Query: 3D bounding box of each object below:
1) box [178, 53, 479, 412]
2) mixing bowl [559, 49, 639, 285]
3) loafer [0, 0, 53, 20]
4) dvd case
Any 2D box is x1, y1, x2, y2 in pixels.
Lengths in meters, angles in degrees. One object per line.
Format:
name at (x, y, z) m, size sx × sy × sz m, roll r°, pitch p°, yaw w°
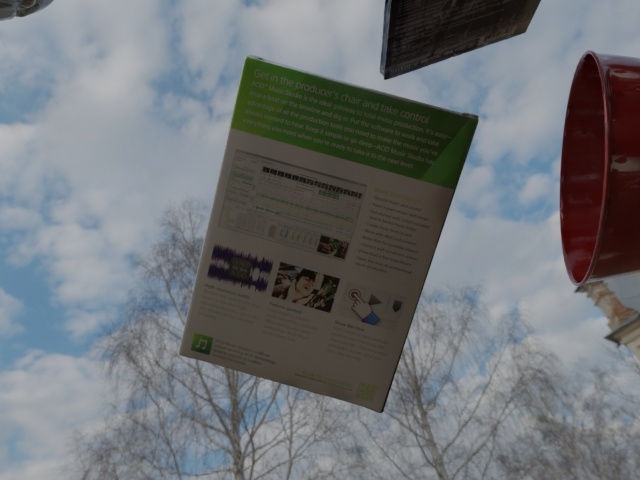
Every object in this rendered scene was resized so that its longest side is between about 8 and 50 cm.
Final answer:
box at (0.000, 0.000, 0.460) m, size 0.232 × 0.058 × 0.321 m, roll 16°, pitch -78°, yaw 1°
mixing bowl at (0.248, -0.054, 0.329) m, size 0.098 × 0.181 × 0.181 m, roll 0°, pitch -41°, yaw 22°
loafer at (-0.217, -0.164, 0.150) m, size 0.112 × 0.319 × 0.111 m, roll -41°, pitch -84°, yaw 14°
dvd case at (0.133, -0.237, 0.365) m, size 0.165 × 0.018 × 0.221 m, roll -19°, pitch -18°, yaw -1°
